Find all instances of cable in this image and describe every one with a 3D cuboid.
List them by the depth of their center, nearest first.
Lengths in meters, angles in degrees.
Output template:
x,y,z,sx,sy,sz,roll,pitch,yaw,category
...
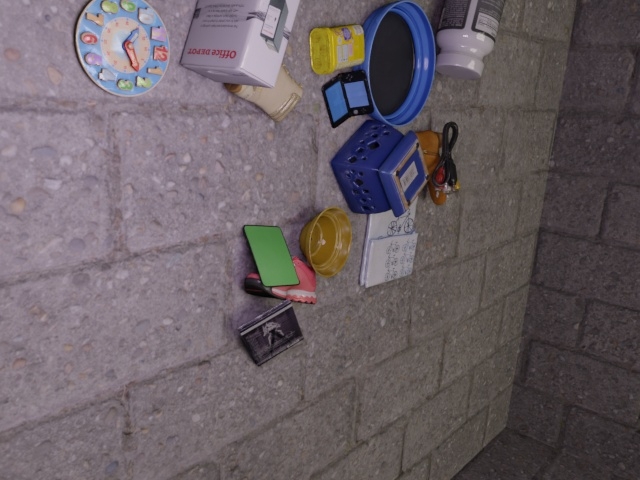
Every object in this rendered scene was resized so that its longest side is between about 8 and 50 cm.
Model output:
x,y,z,sx,sy,sz,roll,pitch,yaw,category
0.454,-0.295,2.131,0.139,0.072,0.287,-1,83,-27,cable

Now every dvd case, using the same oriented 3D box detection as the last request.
x,y,z,sx,sy,sz,roll,pitch,yaw,category
-0.139,0.271,1.674,0.164,0.018,0.221,-29,144,-12,dvd case

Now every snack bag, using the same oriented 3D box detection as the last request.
x,y,z,sx,sy,sz,roll,pitch,yaw,category
0.269,-0.012,2.142,0.323,0.037,0.343,-8,109,-48,snack bag

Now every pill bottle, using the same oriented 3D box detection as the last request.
x,y,z,sx,sy,sz,roll,pitch,yaw,category
0.528,-0.776,2.048,0.210,0.210,0.363,8,97,-51,pill bottle

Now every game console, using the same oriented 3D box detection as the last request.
x,y,z,sx,sy,sz,roll,pitch,yaw,category
0.085,-0.425,1.741,0.085,0.124,0.144,-72,151,-48,game console

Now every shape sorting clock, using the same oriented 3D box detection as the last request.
x,y,z,sx,sy,sz,roll,pitch,yaw,category
-0.402,-0.403,1.191,0.206,0.040,0.206,-20,118,-46,shape sorting clock

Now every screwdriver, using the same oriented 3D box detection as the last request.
x,y,z,sx,sy,sz,roll,pitch,yaw,category
-0.125,0.045,1.694,0.170,0.024,0.025,-31,96,-39,screwdriver

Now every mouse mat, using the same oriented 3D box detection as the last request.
x,y,z,sx,sy,sz,roll,pitch,yaw,category
-0.135,0.042,1.605,0.152,0.007,0.190,2,63,-50,mouse mat

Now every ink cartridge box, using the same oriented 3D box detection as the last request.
x,y,z,sx,sy,sz,roll,pitch,yaw,category
-0.173,-0.504,1.297,0.121,0.211,0.289,16,92,-53,ink cartridge box

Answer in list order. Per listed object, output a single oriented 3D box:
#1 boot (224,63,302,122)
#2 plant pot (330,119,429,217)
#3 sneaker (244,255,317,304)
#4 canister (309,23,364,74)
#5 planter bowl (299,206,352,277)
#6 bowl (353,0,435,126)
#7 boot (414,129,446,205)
x,y,z,sx,sy,sz,roll,pitch,yaw,category
-0.115,-0.455,1.474,0.203,0.095,0.262,27,84,-51,boot
0.207,-0.223,1.852,0.236,0.212,0.236,-52,137,-26,plant pot
-0.113,0.106,1.686,0.314,0.116,0.136,19,77,-58,sneaker
0.052,-0.554,1.661,0.170,0.073,0.126,-29,124,-43,canister
0.000,0.000,1.772,0.217,0.090,0.217,-15,109,-50,planter bowl
0.243,-0.572,1.882,0.391,0.077,0.391,-21,119,-45,bowl
0.391,-0.264,2.163,0.211,0.104,0.295,-15,109,-41,boot
